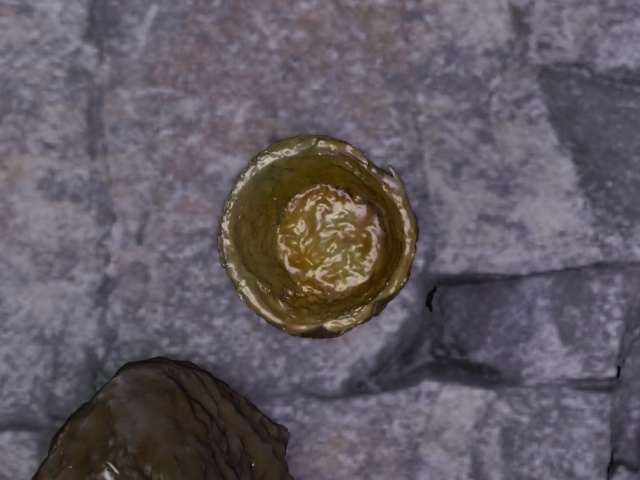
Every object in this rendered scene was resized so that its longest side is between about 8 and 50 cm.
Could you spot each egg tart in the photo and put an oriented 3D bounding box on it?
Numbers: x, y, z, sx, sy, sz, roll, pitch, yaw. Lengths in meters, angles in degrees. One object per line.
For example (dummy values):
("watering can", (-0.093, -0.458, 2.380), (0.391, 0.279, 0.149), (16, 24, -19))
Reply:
("egg tart", (0.000, 0.000, 1.167), (0.129, 0.049, 0.129), (-1, 97, -8))

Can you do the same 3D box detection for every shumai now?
("shumai", (-0.132, 0.262, 1.141), (0.283, 0.217, 0.346), (-20, 90, 22))
